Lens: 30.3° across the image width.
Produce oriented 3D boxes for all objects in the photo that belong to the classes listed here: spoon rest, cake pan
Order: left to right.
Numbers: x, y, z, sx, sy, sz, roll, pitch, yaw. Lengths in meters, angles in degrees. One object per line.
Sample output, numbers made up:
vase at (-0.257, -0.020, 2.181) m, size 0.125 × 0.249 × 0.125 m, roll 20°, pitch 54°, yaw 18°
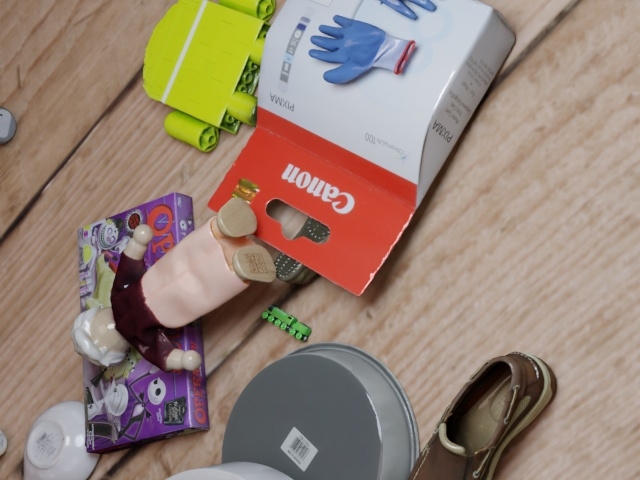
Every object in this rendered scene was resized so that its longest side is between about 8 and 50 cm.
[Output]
spoon rest at (-0.433, 0.357, 1.776) m, size 0.276 × 0.084 × 0.137 m, roll -44°, pitch 57°, yaw 4°
cake pan at (-0.013, 0.270, 1.491) m, size 0.293 × 0.054 × 0.293 m, roll -10°, pitch 72°, yaw 34°

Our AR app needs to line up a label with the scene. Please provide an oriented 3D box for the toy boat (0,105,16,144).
toy boat at (-0.644, -0.103, 2.012) m, size 0.318 × 0.148 × 0.267 m, roll -55°, pitch 48°, yaw 21°

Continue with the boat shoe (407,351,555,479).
boat shoe at (0.158, 0.231, 1.348) m, size 0.095 × 0.095 × 0.257 m, roll 39°, pitch 102°, yaw 36°

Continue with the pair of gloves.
pair of gloves at (0.070, -0.280, 1.474) m, size 0.159 × 0.023 × 0.198 m, roll 21°, pitch 84°, yaw 39°

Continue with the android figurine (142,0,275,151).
android figurine at (-0.161, -0.260, 1.733) m, size 0.273 × 0.056 × 0.248 m, roll 24°, pitch 93°, yaw 37°

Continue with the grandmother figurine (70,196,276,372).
grandmother figurine at (-0.213, 0.084, 1.601) m, size 0.342 × 0.104 × 0.208 m, roll -30°, pitch 67°, yaw 32°

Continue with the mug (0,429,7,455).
mug at (-0.526, 0.324, 1.863) m, size 0.064 × 0.078 × 0.062 m, roll -1°, pitch 45°, yaw 27°

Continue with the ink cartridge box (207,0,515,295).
ink cartridge box at (0.025, -0.165, 1.522) m, size 0.308 × 0.091 × 0.385 m, roll 30°, pitch 87°, yaw 37°

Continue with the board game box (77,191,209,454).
board game box at (-0.263, 0.122, 1.720) m, size 0.208 × 0.056 × 0.347 m, roll -17°, pitch 68°, yaw 28°

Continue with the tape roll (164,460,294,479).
tape roll at (-0.105, 0.471, 1.452) m, size 0.392 × 0.072 × 0.392 m, roll 0°, pitch 90°, yaw 39°

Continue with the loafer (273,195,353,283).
loafer at (0.000, 0.000, 1.555) m, size 0.148 × 0.050 × 0.056 m, roll -43°, pitch 56°, yaw 3°

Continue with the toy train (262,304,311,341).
toy train at (-0.045, 0.109, 1.579) m, size 0.083 × 0.017 × 0.024 m, roll 29°, pitch 86°, yaw 38°
